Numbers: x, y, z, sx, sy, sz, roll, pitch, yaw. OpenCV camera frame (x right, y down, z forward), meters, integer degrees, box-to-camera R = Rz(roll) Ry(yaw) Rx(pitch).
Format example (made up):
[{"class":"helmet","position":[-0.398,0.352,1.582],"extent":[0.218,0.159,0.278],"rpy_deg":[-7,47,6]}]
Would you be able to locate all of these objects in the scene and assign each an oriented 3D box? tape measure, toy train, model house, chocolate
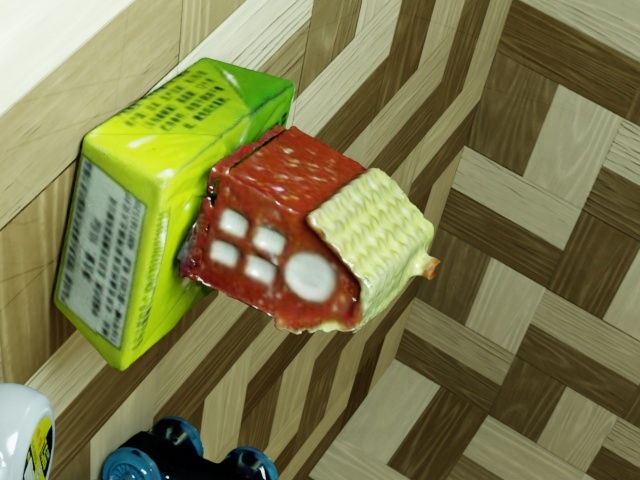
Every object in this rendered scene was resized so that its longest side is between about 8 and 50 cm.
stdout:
[{"class":"tape measure","position":[-0.377,0.257,1.577],"extent":[0.196,0.105,0.178],"rpy_deg":[93,8,-46]},{"class":"toy train","position":[-0.213,0.448,2.172],"extent":[0.188,0.300,0.265],"rpy_deg":[-33,140,-60]},{"class":"model house","position":[0.000,0.000,1.536],"extent":[0.196,0.254,0.160],"rpy_deg":[-40,150,-57]},{"class":"chocolate","position":[-0.179,-0.043,1.620],"extent":[0.289,0.137,0.301],"rpy_deg":[-44,158,-49]}]
